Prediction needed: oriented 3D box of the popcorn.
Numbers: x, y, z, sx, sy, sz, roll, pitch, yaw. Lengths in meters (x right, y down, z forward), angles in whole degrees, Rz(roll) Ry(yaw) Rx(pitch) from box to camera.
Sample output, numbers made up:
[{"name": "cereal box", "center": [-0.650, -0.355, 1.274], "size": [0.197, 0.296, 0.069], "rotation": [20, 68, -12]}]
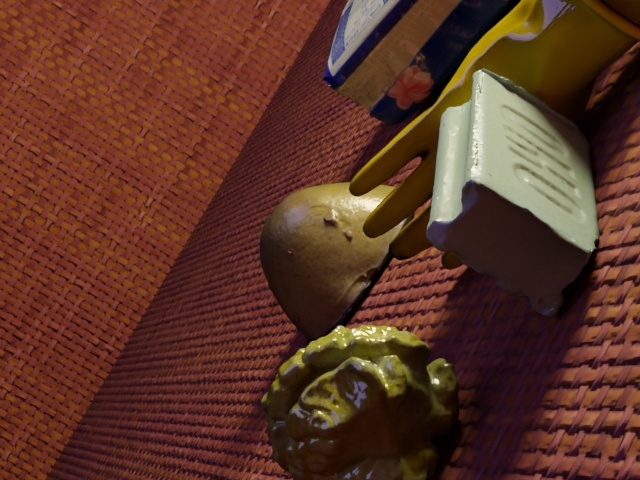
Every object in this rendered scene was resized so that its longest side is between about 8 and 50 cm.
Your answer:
[{"name": "popcorn", "center": [0.027, 0.124, 1.186], "size": [0.141, 0.135, 0.162], "rotation": [-62, 11, 16]}]

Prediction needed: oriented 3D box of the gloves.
[{"name": "gloves", "center": [0.136, -0.095, 1.321], "size": [0.294, 0.133, 0.116], "rotation": [-51, 18, 24]}]

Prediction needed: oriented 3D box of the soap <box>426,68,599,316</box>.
[{"name": "soap", "center": [0.141, -0.039, 1.183], "size": [0.063, 0.114, 0.198], "rotation": [-52, 13, 28]}]

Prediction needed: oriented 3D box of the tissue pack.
[{"name": "tissue pack", "center": [0.135, -0.282, 1.860], "size": [0.270, 0.137, 0.209], "rotation": [-47, 15, 33]}]

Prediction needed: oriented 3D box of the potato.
[{"name": "potato", "center": [0.000, 0.000, 1.714], "size": [0.182, 0.117, 0.202], "rotation": [-59, 10, -24]}]
